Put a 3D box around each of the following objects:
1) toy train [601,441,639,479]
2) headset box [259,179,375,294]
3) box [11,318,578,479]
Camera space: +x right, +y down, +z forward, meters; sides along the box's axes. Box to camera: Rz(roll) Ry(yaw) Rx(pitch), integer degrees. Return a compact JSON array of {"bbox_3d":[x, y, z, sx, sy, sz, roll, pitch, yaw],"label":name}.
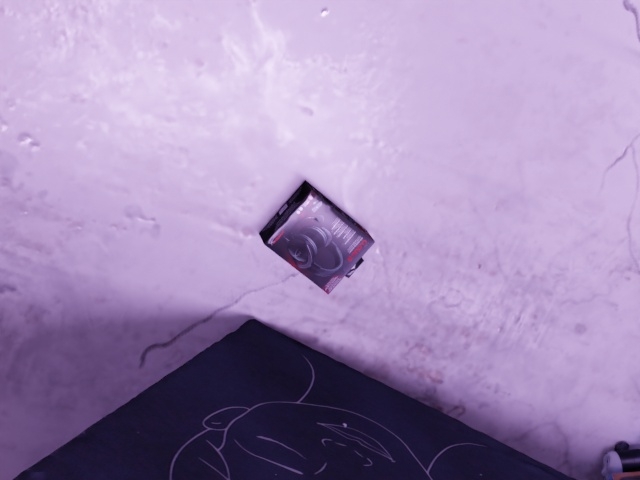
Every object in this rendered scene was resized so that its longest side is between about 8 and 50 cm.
[{"bbox_3d":[0.350,0.234,1.172,0.184,0.105,0.080,-3,135,-6],"label":"toy train"},{"bbox_3d":[0.000,0.000,1.051,0.083,0.032,0.062,40,97,-20],"label":"headset box"},{"bbox_3d":[0.026,0.324,0.849,0.480,0.472,0.297,25,104,11],"label":"box"}]
